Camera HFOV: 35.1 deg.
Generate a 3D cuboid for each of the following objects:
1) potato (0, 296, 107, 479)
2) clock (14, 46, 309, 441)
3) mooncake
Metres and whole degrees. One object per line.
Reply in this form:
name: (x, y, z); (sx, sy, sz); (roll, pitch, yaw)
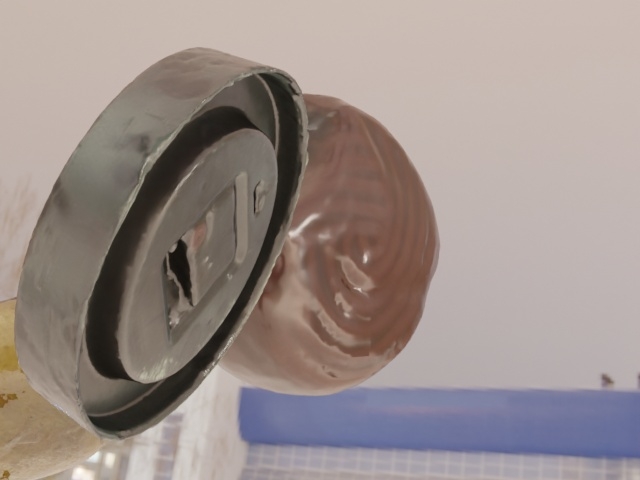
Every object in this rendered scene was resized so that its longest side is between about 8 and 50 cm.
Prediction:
potato: (-0.330, 0.192, 1.177); (0.299, 0.239, 0.116); (-14, 29, -35)
clock: (-0.099, 0.001, 0.695); (0.055, 0.280, 0.280); (25, -17, 16)
mooncake: (0.000, 0.000, 1.142); (0.174, 0.333, 0.326); (1, 11, 42)
